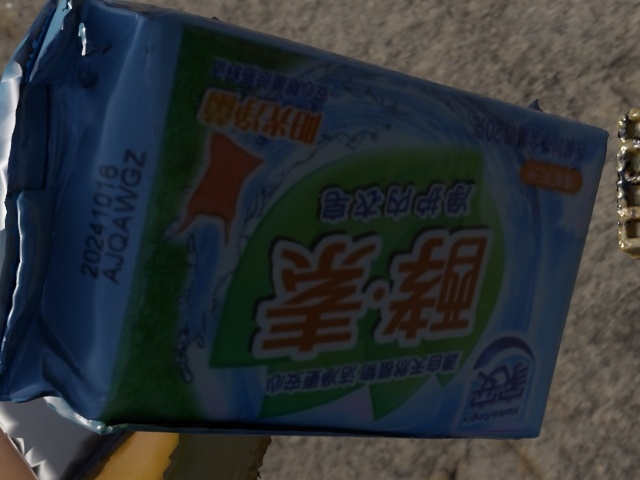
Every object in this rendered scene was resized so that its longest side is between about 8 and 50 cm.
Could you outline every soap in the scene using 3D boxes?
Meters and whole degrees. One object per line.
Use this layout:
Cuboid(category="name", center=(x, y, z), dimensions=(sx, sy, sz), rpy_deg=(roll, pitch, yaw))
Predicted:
Cuboid(category="soap", center=(0.000, 0.000, 0.536), dimensions=(0.077, 0.293, 0.156), rpy_deg=(19, 100, 54))

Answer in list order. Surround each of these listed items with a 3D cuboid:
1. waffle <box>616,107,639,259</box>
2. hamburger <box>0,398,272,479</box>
Cuboid(category="waffle", center=(0.256, -0.042, 0.829), dimensions=(0.148, 0.042, 0.102), rpy_deg=(-6, 79, 41))
Cuboid(category="hamburger", center=(-0.179, 0.154, 1.146), dimensions=(0.276, 0.179, 0.294), rpy_deg=(42, 94, 29))
